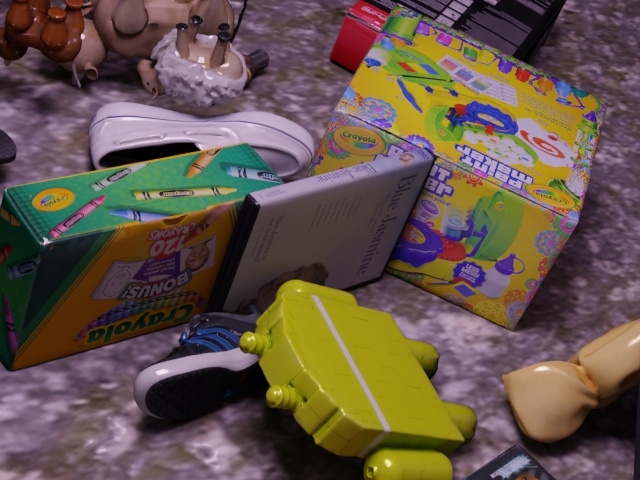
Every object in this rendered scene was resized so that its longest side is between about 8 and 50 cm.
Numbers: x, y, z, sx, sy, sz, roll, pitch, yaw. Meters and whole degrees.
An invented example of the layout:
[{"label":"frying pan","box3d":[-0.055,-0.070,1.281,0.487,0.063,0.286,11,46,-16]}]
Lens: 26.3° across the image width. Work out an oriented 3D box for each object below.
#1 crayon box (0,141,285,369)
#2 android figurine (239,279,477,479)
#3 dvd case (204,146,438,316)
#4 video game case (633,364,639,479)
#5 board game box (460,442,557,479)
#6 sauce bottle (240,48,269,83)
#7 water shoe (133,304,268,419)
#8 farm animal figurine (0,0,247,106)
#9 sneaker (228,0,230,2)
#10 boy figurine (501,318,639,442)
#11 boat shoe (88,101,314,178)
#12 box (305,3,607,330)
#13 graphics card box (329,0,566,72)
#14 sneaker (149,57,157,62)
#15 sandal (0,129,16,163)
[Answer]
[{"label":"crayon box","box3d":[-0.180,0.011,1.319,0.278,0.165,0.081,-15,52,-38]},{"label":"android figurine","box3d":[0.035,0.134,1.308,0.273,0.056,0.248,12,38,-48]},{"label":"dvd case","box3d":[0.000,0.000,1.413,0.253,0.180,0.022,-17,51,-40]},{"label":"video game case","box3d":[0.425,0.137,1.422,0.248,0.275,0.035,-8,15,-34]},{"label":"board game box","box3d":[0.174,0.276,1.302,0.186,0.026,0.126,-22,56,-43]},{"label":"sauce bottle","box3d":[-0.110,-0.211,1.721,0.042,0.042,0.128,37,41,17]},{"label":"water shoe","box3d":[-0.113,0.114,1.316,0.203,0.073,0.080,-10,44,-48]},{"label":"farm animal figurine","box3d":[-0.246,-0.277,1.612,0.326,0.172,0.330,9,44,-9]},{"label":"sneaker","box3d":[-0.195,-0.276,1.748,0.162,0.073,0.063,-2,70,-7]},{"label":"boy figurine","box3d":[0.313,0.119,1.463,0.285,0.177,0.092,-30,82,-17]},{"label":"boat shoe","box3d":[-0.131,-0.091,1.540,0.258,0.095,0.084,2,45,-10]},{"label":"box","box3d":[0.155,-0.094,1.610,0.290,0.177,0.279,26,37,2]},{"label":"graphics card box","box3d":[0.191,-0.306,1.952,0.232,0.094,0.371,29,39,7]},{"label":"sneaker","box3d":[-0.188,-0.224,1.704,0.037,0.032,0.083,1,43,-26]},{"label":"sandal","box3d":[-0.408,-0.094,1.436,0.179,0.040,0.067,1,35,-5]}]
